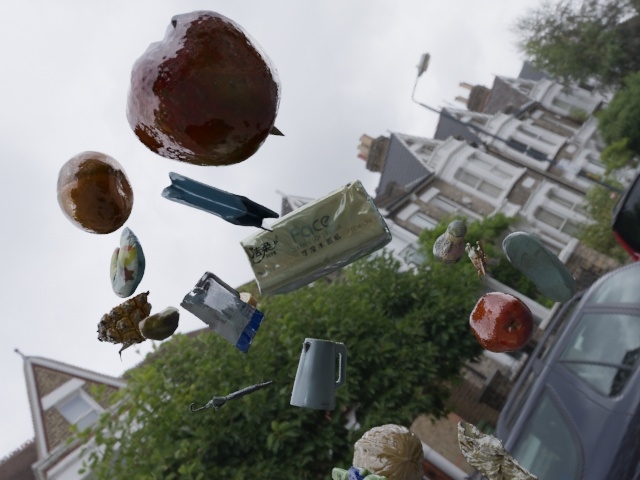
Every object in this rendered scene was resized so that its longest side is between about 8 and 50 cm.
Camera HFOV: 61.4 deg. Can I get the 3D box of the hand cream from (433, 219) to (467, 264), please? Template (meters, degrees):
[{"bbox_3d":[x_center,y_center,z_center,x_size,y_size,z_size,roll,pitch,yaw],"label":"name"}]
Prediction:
[{"bbox_3d":[0.342,0.000,1.386,0.084,0.084,0.203,-54,-14,-11],"label":"hand cream"}]

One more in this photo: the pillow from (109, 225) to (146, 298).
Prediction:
[{"bbox_3d":[-0.675,0.085,1.871,0.086,0.214,0.233,1,-36,-35],"label":"pillow"}]

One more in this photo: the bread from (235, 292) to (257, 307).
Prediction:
[{"bbox_3d":[-0.365,0.302,2.505,0.073,0.149,0.122,55,-134,-32],"label":"bread"}]

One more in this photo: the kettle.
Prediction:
[{"bbox_3d":[0.010,0.487,1.970,0.210,0.160,0.243,16,-104,-29],"label":"kettle"}]

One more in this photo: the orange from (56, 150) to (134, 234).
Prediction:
[{"bbox_3d":[-0.623,-0.129,1.487,0.171,0.240,0.240,-14,-28,4],"label":"orange"}]

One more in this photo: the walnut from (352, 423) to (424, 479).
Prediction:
[{"bbox_3d":[0.214,0.683,1.674,0.225,0.225,0.261,-46,0,-28],"label":"walnut"}]

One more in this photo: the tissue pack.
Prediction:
[{"bbox_3d":[0.000,0.000,1.661,0.404,0.205,0.332,-27,-6,8],"label":"tissue pack"}]

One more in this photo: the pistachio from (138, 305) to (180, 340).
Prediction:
[{"bbox_3d":[-0.579,0.309,1.983,0.189,0.100,0.110,-27,-68,-65],"label":"pistachio"}]

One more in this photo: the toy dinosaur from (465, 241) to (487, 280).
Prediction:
[{"bbox_3d":[0.559,0.080,1.864,0.057,0.212,0.142,-27,23,11],"label":"toy dinosaur"}]

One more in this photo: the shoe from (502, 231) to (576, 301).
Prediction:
[{"bbox_3d":[0.602,0.060,1.480,0.103,0.251,0.100,-36,12,37],"label":"shoe"}]

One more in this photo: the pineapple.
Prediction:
[{"bbox_3d":[-0.761,0.347,2.062,0.334,0.158,0.161,-37,-14,30],"label":"pineapple"}]

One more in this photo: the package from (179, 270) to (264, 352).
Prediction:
[{"bbox_3d":[-0.205,0.149,1.163,0.027,0.173,0.171,-48,7,19],"label":"package"}]

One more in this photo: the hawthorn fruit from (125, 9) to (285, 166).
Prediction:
[{"bbox_3d":[-0.265,-0.359,1.363,0.403,0.402,0.403,-44,-27,-30],"label":"hawthorn fruit"}]

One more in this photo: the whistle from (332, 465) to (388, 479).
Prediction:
[{"bbox_3d":[0.112,0.680,1.494,0.085,0.227,0.105,2,-91,-41],"label":"whistle"}]

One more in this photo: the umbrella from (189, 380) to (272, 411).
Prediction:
[{"bbox_3d":[-0.271,0.487,1.661,0.269,0.044,0.044,-17,-9,1],"label":"umbrella"}]

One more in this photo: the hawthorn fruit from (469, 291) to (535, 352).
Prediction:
[{"bbox_3d":[0.393,0.173,1.151,0.133,0.132,0.138,-58,9,-3],"label":"hawthorn fruit"}]

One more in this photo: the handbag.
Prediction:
[{"bbox_3d":[-0.222,-0.080,1.194,0.179,0.229,0.062,23,-93,-63],"label":"handbag"}]

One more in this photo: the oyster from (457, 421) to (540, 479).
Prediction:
[{"bbox_3d":[0.524,0.668,1.604,0.166,0.341,0.110,26,-81,-50],"label":"oyster"}]
